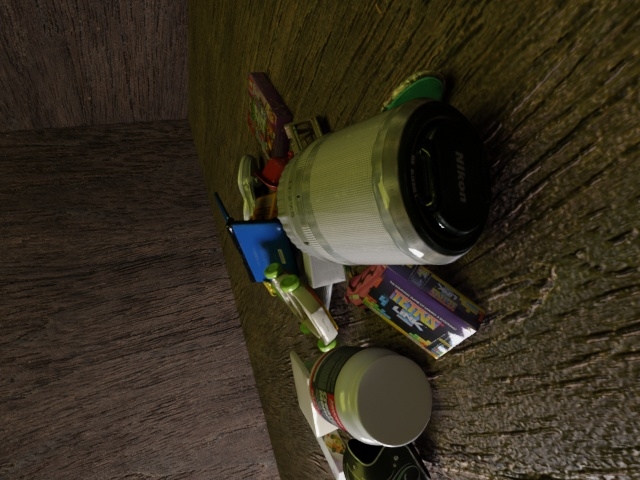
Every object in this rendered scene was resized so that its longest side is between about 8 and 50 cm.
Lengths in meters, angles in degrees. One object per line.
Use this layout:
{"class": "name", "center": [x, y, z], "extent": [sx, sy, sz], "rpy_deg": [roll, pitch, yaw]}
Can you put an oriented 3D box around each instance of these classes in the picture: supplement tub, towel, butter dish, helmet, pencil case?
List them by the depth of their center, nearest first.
{"class": "pencil case", "center": [0.123, 0.076, 0.835], "extent": [0.209, 0.098, 0.095], "rpy_deg": [119, 134, -57]}
{"class": "helmet", "center": [0.135, 0.497, 0.881], "extent": [0.169, 0.162, 0.169], "rpy_deg": [57, -179, -1]}
{"class": "supplement tub", "center": [0.098, 0.333, 0.900], "extent": [0.272, 0.191, 0.191], "rpy_deg": [146, 110, -67]}
{"class": "butter dish", "center": [-0.096, -0.206, 1.201], "extent": [0.160, 0.160, 0.118], "rpy_deg": [42, 116, 57]}
{"class": "towel", "center": [-0.035, 0.081, 1.312], "extent": [0.285, 0.034, 0.209], "rpy_deg": [-124, 32, -44]}

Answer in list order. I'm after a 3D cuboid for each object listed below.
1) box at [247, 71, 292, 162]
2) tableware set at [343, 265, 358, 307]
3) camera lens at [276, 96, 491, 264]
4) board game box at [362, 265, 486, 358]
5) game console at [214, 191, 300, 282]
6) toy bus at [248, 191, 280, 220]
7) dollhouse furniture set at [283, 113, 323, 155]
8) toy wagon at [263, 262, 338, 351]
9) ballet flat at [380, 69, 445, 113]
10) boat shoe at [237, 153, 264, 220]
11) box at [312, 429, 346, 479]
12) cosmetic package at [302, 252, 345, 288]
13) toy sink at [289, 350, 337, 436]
{"class": "box", "center": [-0.181, -0.411, 1.386], "extent": [0.200, 0.057, 0.293], "rpy_deg": [104, 147, -45]}
{"class": "tableware set", "center": [0.074, 0.096, 1.013], "extent": [0.104, 0.024, 0.154], "rpy_deg": [75, 175, -52]}
{"class": "camera lens", "center": [0.090, -0.072, 0.610], "extent": [0.274, 0.220, 0.219], "rpy_deg": [-5, 96, 51]}
{"class": "board game box", "center": [0.170, 0.114, 0.700], "extent": [0.170, 0.048, 0.141], "rpy_deg": [36, 147, 11]}
{"class": "game console", "center": [-0.205, -0.012, 1.325], "extent": [0.293, 0.251, 0.173], "rpy_deg": [78, -167, -49]}
{"class": "toy bus", "center": [-0.162, -0.088, 1.399], "extent": [0.333, 0.108, 0.130], "rpy_deg": [-176, 96, -68]}
{"class": "dollhouse furniture set", "center": [-0.009, -0.206, 1.072], "extent": [0.161, 0.101, 0.181], "rpy_deg": [65, -175, -74]}
{"class": "toy wagon", "center": [-0.075, 0.184, 1.241], "extent": [0.344, 0.068, 0.267], "rpy_deg": [27, 150, 57]}
{"class": "ballet flat", "center": [0.133, -0.202, 0.703], "extent": [0.241, 0.091, 0.077], "rpy_deg": [116, 162, -51]}
{"class": "boat shoe", "center": [-0.261, -0.189, 1.653], "extent": [0.118, 0.103, 0.319], "rpy_deg": [-37, -55, -71]}
{"class": "box", "center": [0.021, 0.685, 1.434], "extent": [0.324, 0.063, 0.067], "rpy_deg": [-133, 39, -52]}
{"class": "cosmetic package", "center": [0.000, 0.000, 1.100], "extent": [0.060, 0.099, 0.238], "rpy_deg": [-160, 61, -68]}
{"class": "toy sink", "center": [0.004, 0.456, 1.275], "extent": [0.153, 0.131, 0.233], "rpy_deg": [-146, 44, -60]}
